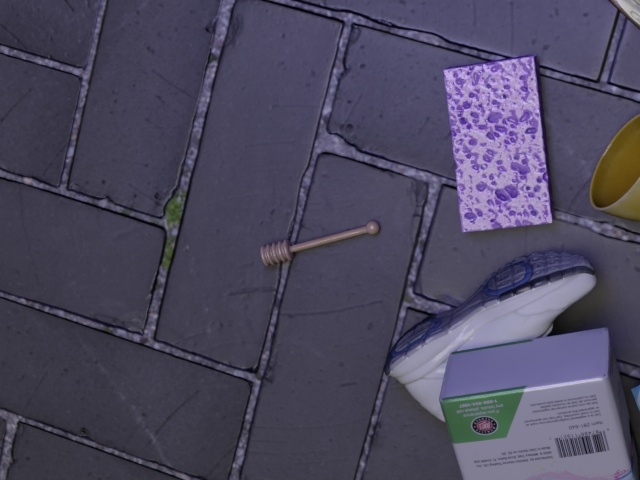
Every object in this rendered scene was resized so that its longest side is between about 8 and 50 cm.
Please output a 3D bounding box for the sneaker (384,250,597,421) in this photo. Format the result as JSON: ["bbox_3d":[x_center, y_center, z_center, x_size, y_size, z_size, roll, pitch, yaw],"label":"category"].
[{"bbox_3d":[0.226,0.118,1.957,0.297,0.111,0.129,-34,102,24],"label":"sneaker"}]

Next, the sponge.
[{"bbox_3d":[0.223,-0.120,1.944,0.117,0.031,0.210,-5,97,17],"label":"sponge"}]

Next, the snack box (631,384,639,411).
[{"bbox_3d":[0.546,0.191,1.833,0.322,0.060,0.187,-30,54,19],"label":"snack box"}]

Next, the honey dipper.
[{"bbox_3d":[0.000,0.000,2.032,0.161,0.030,0.030,-16,94,16],"label":"honey dipper"}]

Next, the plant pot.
[{"bbox_3d":[0.400,-0.074,1.859,0.095,0.134,0.134,28,107,-15],"label":"plant pot"}]

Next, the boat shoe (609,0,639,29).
[{"bbox_3d":[0.344,-0.336,1.855,0.223,0.080,0.073,45,102,0],"label":"boat shoe"}]

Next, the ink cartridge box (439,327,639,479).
[{"bbox_3d":[0.280,0.264,1.898,0.201,0.117,0.278,-10,115,17],"label":"ink cartridge box"}]
